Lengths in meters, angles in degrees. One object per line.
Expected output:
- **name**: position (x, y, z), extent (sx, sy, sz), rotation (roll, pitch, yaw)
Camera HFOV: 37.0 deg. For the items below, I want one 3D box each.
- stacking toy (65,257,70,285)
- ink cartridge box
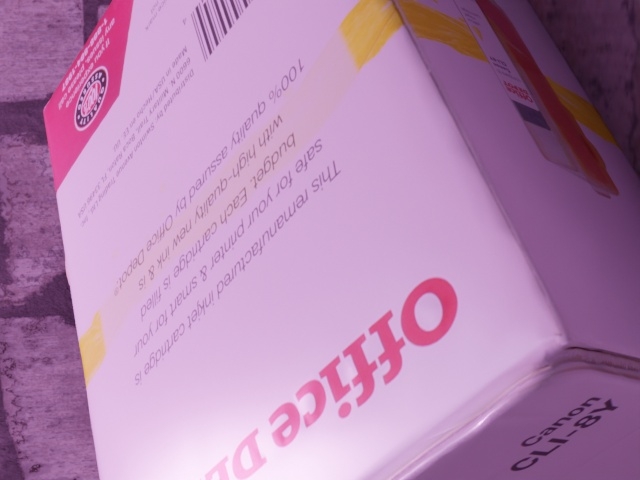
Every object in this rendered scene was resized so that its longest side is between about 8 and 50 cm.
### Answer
- **stacking toy**: position (-0.070, 0.115, 1.126), extent (0.480, 0.351, 0.350), rotation (54, 150, 39)
- **ink cartridge box**: position (-0.001, -0.011, 0.513), extent (0.279, 0.160, 0.384), rotation (-45, 47, 31)
